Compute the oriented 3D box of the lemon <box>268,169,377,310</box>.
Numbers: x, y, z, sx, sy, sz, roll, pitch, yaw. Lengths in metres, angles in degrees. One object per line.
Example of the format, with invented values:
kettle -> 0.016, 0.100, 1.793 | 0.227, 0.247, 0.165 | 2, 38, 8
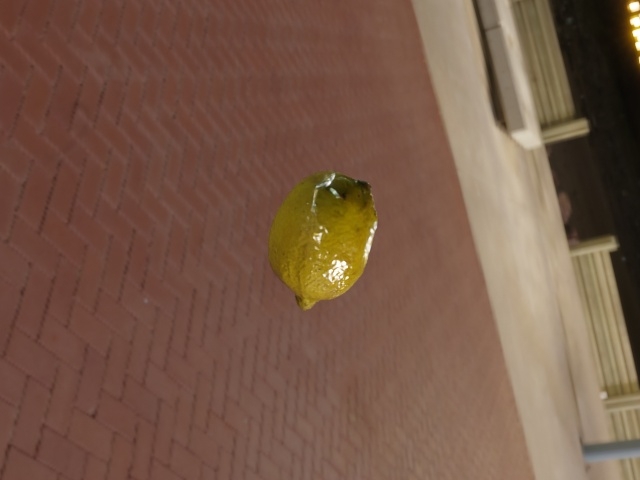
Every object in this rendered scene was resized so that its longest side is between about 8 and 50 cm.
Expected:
lemon -> 0.000, 0.000, 0.671 | 0.082, 0.082, 0.111 | 5, 109, -67
